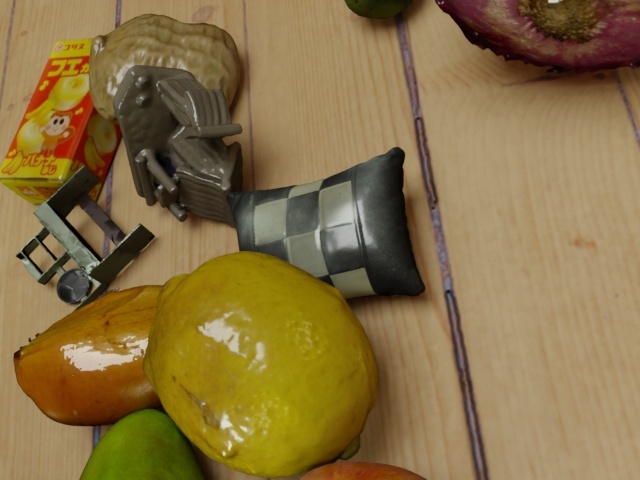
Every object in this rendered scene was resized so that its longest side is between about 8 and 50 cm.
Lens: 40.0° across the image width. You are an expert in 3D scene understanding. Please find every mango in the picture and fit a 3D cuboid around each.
[{"bbox_3d":[-0.203,0.330,0.985,0.185,0.149,0.273,-40,42,7],"label":"mango"},{"bbox_3d":[-0.234,0.140,1.115,0.257,0.138,0.187,-12,30,15],"label":"mango"}]

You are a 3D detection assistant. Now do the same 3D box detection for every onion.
[{"bbox_3d":[0.278,-0.366,0.988,0.358,0.358,0.344,-17,66,19],"label":"onion"}]

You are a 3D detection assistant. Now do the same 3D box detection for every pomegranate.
[{"bbox_3d":[0.080,-0.380,1.253,0.130,0.130,0.130,-12,59,21],"label":"pomegranate"}]

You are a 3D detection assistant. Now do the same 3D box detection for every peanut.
[{"bbox_3d":[-0.241,-0.252,1.330,0.233,0.110,0.196,15,74,-3],"label":"peanut"}]

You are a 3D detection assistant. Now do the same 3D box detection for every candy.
[{"bbox_3d":[-0.395,-0.194,1.414,0.146,0.088,0.276,1,64,28],"label":"candy"}]

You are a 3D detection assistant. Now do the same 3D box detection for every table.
[{"bbox_3d":[-0.354,0.004,1.283,0.175,0.062,0.146,-46,65,-4],"label":"table"}]

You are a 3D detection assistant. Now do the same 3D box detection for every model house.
[{"bbox_3d":[-0.178,-0.119,1.205,0.122,0.229,0.188,-32,53,-28],"label":"model house"}]

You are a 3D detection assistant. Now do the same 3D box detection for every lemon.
[{"bbox_3d":[-0.066,0.133,0.963,0.288,0.233,0.233,35,82,17],"label":"lemon"}]

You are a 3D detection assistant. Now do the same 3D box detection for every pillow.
[{"bbox_3d":[0.000,0.000,1.087,0.250,0.106,0.185,-12,74,23],"label":"pillow"}]

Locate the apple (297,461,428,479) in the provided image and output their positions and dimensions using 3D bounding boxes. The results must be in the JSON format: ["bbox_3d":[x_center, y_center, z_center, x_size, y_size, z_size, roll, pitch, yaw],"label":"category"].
[{"bbox_3d":[0.040,0.311,0.855,0.210,0.164,0.209,-12,53,16],"label":"apple"}]
